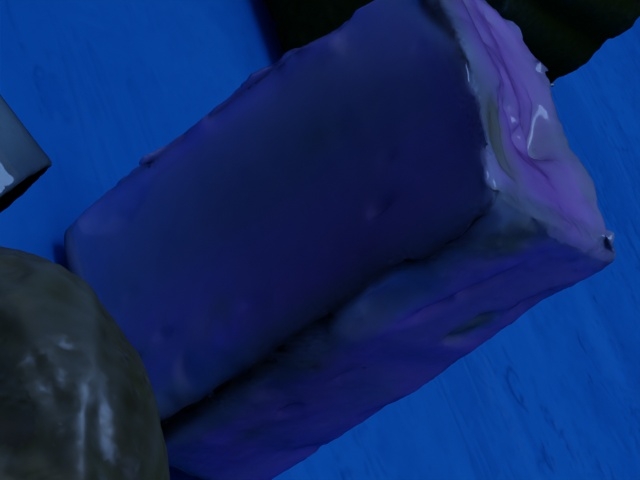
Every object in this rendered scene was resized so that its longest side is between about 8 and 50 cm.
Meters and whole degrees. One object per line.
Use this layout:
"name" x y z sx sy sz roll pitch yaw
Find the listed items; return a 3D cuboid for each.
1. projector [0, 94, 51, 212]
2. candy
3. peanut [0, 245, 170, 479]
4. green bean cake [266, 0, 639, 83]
"projector" -0.258 -0.134 0.843 0.337 0.108 0.108 53 25 -5
"candy" 0.000 0.000 0.962 0.115 0.265 0.155 22 41 -46
"peanut" -0.117 0.125 0.764 0.130 0.130 0.290 34 31 -40
"green bean cake" 0.084 -0.212 1.388 0.156 0.247 0.250 21 42 -52
